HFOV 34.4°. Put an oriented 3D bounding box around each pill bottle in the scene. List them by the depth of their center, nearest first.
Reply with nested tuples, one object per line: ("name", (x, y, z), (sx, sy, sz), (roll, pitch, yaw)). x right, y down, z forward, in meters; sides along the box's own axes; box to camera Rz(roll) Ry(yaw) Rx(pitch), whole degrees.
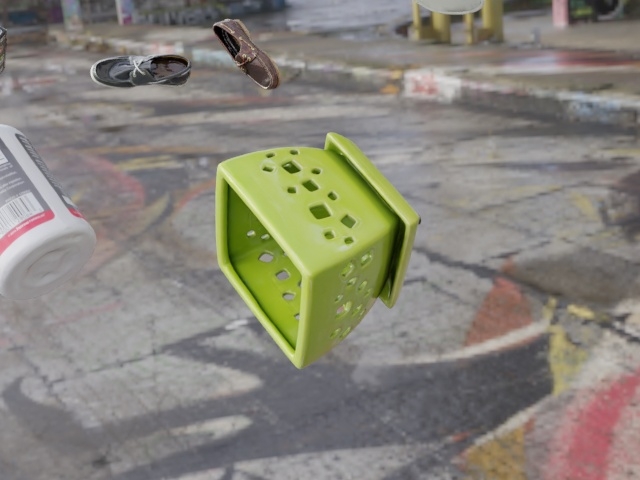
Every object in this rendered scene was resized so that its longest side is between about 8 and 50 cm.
("pill bottle", (-0.516, -0.074, 1.668), (0.176, 0.176, 0.318), (-20, 63, -43))

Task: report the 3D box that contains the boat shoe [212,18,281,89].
("boat shoe", (-0.175, -0.427, 2.399), (0.207, 0.073, 0.073), (50, 37, 16))

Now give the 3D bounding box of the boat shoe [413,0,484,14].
("boat shoe", (0.227, -0.600, 2.347), (0.319, 0.116, 0.099), (16, 60, 16))

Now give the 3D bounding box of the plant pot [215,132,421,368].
("plant pot", (0.000, 0.000, 1.422), (0.207, 0.227, 0.228), (-25, 57, -24))

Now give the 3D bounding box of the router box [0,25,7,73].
("router box", (-0.487, -0.236, 1.441), (0.038, 0.092, 0.122), (30, 56, -2))

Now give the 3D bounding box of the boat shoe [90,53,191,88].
("boat shoe", (-0.417, -0.402, 2.415), (0.233, 0.084, 0.079), (-3, -11, -18))
